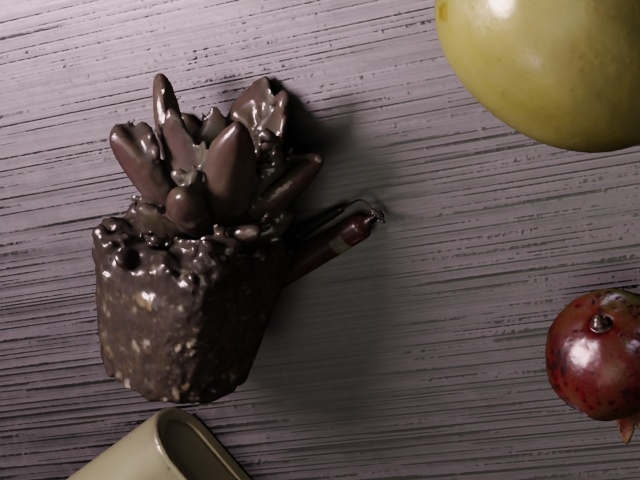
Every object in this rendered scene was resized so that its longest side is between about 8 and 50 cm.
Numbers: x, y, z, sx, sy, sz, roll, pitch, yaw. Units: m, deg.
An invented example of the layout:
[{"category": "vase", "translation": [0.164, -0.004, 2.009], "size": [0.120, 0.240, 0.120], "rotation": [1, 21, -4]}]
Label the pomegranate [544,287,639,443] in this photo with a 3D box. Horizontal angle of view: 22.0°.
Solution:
[{"category": "pomegranate", "translation": [0.276, 0.125, 1.573], "size": [0.129, 0.129, 0.159], "rotation": [13, 124, 16]}]

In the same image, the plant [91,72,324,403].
[{"category": "plant", "translation": [-0.117, -0.004, 1.630], "size": [0.194, 0.181, 0.320], "rotation": [21, 115, 26]}]

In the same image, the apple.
[{"category": "apple", "translation": [0.230, -0.204, 1.389], "size": [0.262, 0.262, 0.262], "rotation": [8, 113, 18]}]

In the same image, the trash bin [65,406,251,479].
[{"category": "trash bin", "translation": [-0.186, 0.340, 1.843], "size": [0.247, 0.121, 0.243], "rotation": [-38, 94, 27]}]

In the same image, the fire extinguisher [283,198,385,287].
[{"category": "fire extinguisher", "translation": [0.000, 0.000, 1.683], "size": [0.173, 0.035, 0.049], "rotation": [-31, 59, 29]}]
